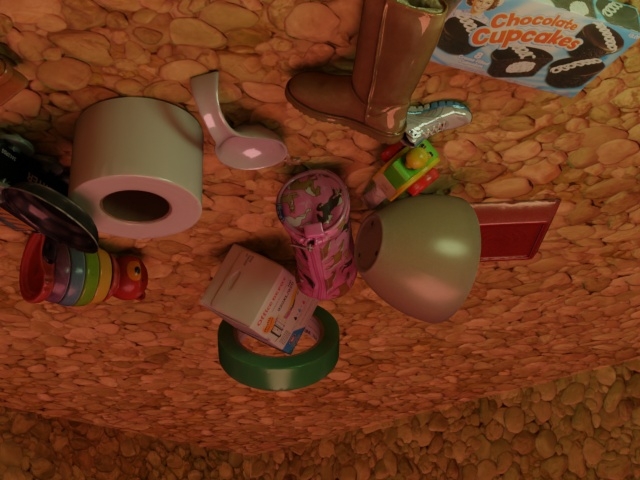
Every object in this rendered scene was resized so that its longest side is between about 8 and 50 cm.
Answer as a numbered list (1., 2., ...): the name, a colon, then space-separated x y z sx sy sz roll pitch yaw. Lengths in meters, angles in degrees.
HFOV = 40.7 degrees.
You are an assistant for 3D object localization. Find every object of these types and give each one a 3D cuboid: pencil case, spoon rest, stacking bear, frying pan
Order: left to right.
1. frying pan: -0.475 -0.013 1.608 0.197 0.053 0.326 22 157 15
2. stacking bear: -0.544 0.081 2.046 0.289 0.175 0.164 8 150 -37
3. spoon rest: -0.156 -0.198 1.598 0.137 0.084 0.276 -12 151 18
4. pencil case: 0.000 0.000 1.898 0.167 0.160 0.386 -40 158 -12

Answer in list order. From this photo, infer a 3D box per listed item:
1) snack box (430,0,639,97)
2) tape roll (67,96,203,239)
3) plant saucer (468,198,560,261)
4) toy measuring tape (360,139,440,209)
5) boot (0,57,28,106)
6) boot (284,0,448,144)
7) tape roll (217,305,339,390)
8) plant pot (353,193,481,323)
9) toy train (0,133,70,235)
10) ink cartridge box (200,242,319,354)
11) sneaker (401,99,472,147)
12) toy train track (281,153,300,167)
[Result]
1. snack box: 0.332 -0.335 1.397 0.322 0.060 0.187 9 151 -22
2. tape roll: -0.342 -0.131 1.616 0.246 0.169 0.246 -2 154 -1
3. plant saucer: 0.423 -0.012 2.068 0.259 0.048 0.258 -2 153 0
4. toy measuring tape: 0.166 -0.137 1.754 0.121 0.121 0.330 2 169 -10
5. boot: -0.546 -0.288 1.346 0.283 0.109 0.220 -17 149 29
6. boot: 0.067 -0.305 1.400 0.236 0.089 0.269 20 140 7
7. tape roll: -0.110 0.267 2.280 0.321 0.321 0.077 -1 120 -5
8. plant pot: 0.184 0.024 1.858 0.191 0.284 0.284 12 150 -22
9. toy train: -0.604 -0.103 1.700 0.190 0.142 0.334 0 158 23
10. ink cartridge box: -0.145 0.148 2.125 0.168 0.171 0.233 22 168 31
11. sneaker: 0.190 -0.209 1.612 0.190 0.083 0.071 -4 152 0
12. toy train track: -0.082 -0.158 1.762 0.083 0.014 0.048 -5 153 5
